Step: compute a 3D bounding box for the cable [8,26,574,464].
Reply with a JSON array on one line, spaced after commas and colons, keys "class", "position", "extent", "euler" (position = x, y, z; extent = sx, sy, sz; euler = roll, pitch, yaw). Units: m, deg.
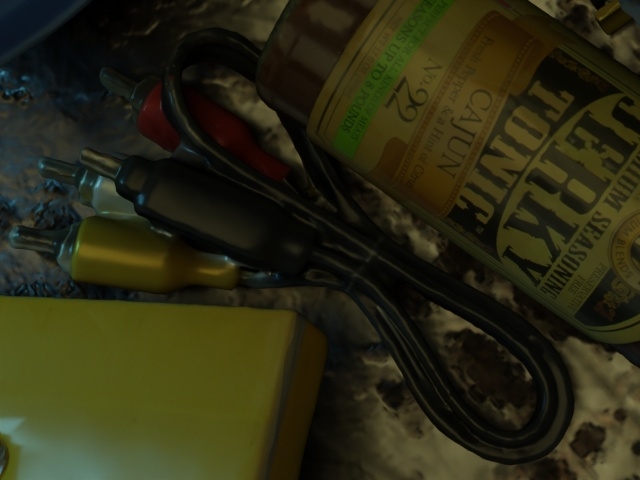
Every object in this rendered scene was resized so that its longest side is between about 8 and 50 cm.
[{"class": "cable", "position": [0.000, 0.000, 0.782], "extent": [0.287, 0.072, 0.139], "euler": [26, 79, 0]}]

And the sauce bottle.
[{"class": "sauce bottle", "position": [0.135, -0.013, 0.706], "extent": [0.344, 0.111, 0.111], "euler": [34, 98, 8]}]

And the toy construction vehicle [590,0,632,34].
[{"class": "toy construction vehicle", "position": [0.169, -0.116, 0.736], "extent": [0.086, 0.035, 0.098], "euler": [-33, 83, 11]}]

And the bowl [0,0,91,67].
[{"class": "bowl", "position": [-0.183, -0.222, 0.559], "extent": [0.077, 0.391, 0.391], "euler": [38, 99, 36]}]

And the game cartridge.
[{"class": "game cartridge", "position": [-0.158, 0.179, 0.716], "extent": [0.285, 0.053, 0.323], "euler": [2, 67, 27]}]

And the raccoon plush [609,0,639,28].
[{"class": "raccoon plush", "position": [0.167, -0.270, 0.556], "extent": [0.216, 0.299, 0.446], "euler": [-3, 109, 33]}]
